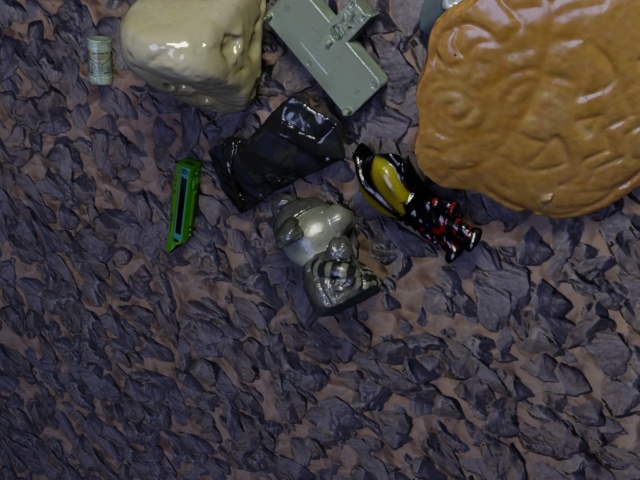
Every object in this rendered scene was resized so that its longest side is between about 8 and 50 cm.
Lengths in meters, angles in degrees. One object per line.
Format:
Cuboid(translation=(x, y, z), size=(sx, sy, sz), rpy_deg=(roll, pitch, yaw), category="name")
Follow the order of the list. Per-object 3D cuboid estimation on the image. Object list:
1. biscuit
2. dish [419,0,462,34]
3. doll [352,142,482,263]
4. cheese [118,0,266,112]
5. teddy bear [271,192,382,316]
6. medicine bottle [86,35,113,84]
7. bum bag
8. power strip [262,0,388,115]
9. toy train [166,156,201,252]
Cuboid(translation=(0.312, -0.192, 0.951), size=(0.365, 0.062, 0.385), rpy_deg=(17, 133, 5), category="biscuit")
Cuboid(translation=(0.257, -0.335, 0.968), size=(0.243, 0.080, 0.181), rpy_deg=(23, 122, 16), category="dish")
Cuboid(translation=(0.146, -0.065, 1.153), size=(0.249, 0.088, 0.127), rpy_deg=(44, 125, -2), category="doll")
Cuboid(translation=(-0.197, -0.297, 1.133), size=(0.174, 0.248, 0.251), rpy_deg=(19, 127, 20), category="cheese")
Cuboid(translation=(0.004, 0.013, 1.224), size=(0.144, 0.171, 0.251), rpy_deg=(-32, 91, 15), category="teddy bear")
Cuboid(translation=(-0.417, -0.341, 1.339), size=(0.047, 0.047, 0.083), rpy_deg=(18, 120, 19), category="medicine bottle")
Cuboid(translation=(-0.087, -0.149, 1.241), size=(0.310, 0.074, 0.137), rpy_deg=(-24, 110, 38), category="bum bag")
Cuboid(translation=(0.024, -0.319, 1.109), size=(0.215, 0.061, 0.145), rpy_deg=(49, 127, -2), category="power strip")
Cuboid(translation=(-0.269, -0.059, 1.399), size=(0.042, 0.044, 0.209), rpy_deg=(22, 122, 15), category="toy train")
